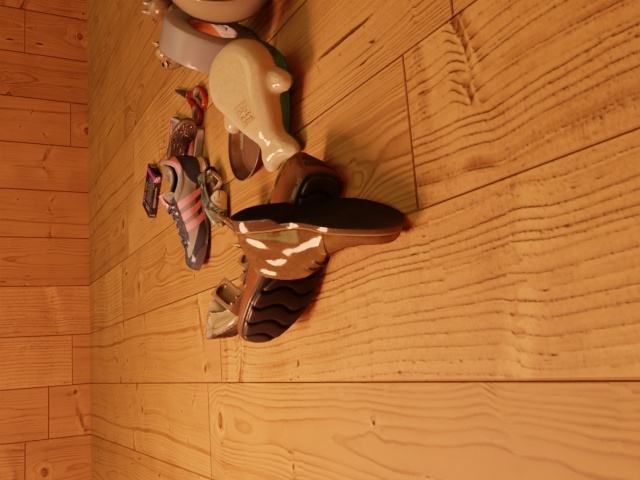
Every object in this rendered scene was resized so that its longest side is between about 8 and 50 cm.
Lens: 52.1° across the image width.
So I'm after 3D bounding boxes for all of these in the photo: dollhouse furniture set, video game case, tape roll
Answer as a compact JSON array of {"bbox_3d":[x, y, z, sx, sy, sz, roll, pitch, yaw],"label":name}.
[{"bbox_3d":[-0.200,0.049,1.399,0.151,0.123,0.144,-52,32,-8],"label":"dollhouse furniture set"},{"bbox_3d":[-0.415,-0.255,1.973,0.285,0.025,0.203,32,117,58],"label":"video game case"},{"bbox_3d":[-0.250,-0.449,1.483,0.219,0.219,0.072,58,136,45],"label":"tape roll"}]

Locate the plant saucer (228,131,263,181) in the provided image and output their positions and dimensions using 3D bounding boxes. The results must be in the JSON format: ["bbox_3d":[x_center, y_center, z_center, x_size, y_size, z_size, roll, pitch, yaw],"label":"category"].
[{"bbox_3d":[-0.161,-0.233,1.500,0.199,0.036,0.198,-8,81,61],"label":"plant saucer"}]

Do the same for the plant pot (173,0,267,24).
[{"bbox_3d":[-0.219,-0.581,1.419,0.191,0.284,0.283,109,155,-74],"label":"plant pot"}]

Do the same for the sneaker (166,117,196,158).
[{"bbox_3d":[-0.404,-0.296,1.859,0.188,0.066,0.071,-52,44,46],"label":"sneaker"}]

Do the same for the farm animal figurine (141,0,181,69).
[{"bbox_3d":[-0.368,-0.565,1.706,0.326,0.172,0.330,48,144,41],"label":"farm animal figurine"}]

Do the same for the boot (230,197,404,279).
[{"bbox_3d":[0.000,0.000,1.068,0.306,0.112,0.115,-1,112,31],"label":"boot"}]

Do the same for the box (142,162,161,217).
[{"bbox_3d":[-0.587,-0.173,2.278,0.116,0.029,0.162,47,128,53],"label":"box"}]

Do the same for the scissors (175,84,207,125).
[{"bbox_3d":[-0.384,-0.436,1.937,0.297,0.021,0.108,55,137,49],"label":"scissors"}]

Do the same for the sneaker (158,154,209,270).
[{"bbox_3d":[-0.379,-0.076,1.788,0.112,0.131,0.318,-15,76,60],"label":"sneaker"}]

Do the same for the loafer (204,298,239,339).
[{"bbox_3d":[-0.212,0.171,1.505,0.268,0.102,0.092,-29,69,58],"label":"loafer"}]

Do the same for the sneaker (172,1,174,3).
[{"bbox_3d":[-0.489,-0.757,2.069,0.152,0.085,0.058,43,126,54],"label":"sneaker"}]

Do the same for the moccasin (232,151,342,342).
[{"bbox_3d":[-0.079,0.019,1.232,0.147,0.139,0.379,45,126,54],"label":"moccasin"}]

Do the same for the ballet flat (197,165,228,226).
[{"bbox_3d":[-0.270,-0.120,1.670,0.070,0.070,0.188,-61,42,40],"label":"ballet flat"}]

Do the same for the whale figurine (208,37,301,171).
[{"bbox_3d":[-0.113,-0.283,1.349,0.216,0.141,0.271,-32,84,42],"label":"whale figurine"}]
